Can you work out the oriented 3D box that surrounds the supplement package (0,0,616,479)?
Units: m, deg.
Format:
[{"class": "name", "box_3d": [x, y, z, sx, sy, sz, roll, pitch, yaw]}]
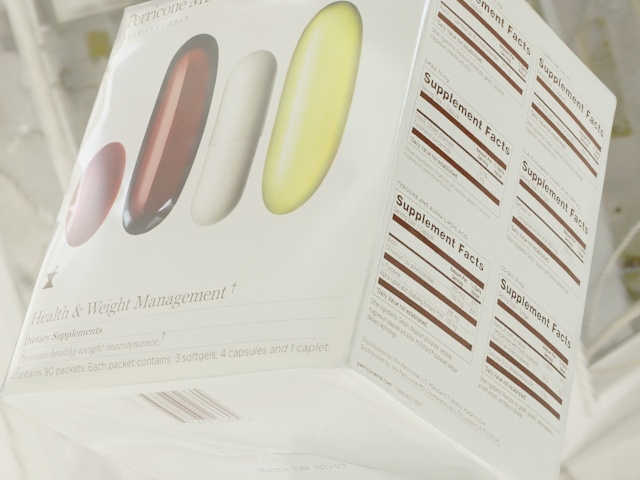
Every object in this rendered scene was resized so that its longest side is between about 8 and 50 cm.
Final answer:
[{"class": "supplement package", "box_3d": [0.000, 0.000, 0.702, 0.194, 0.149, 0.203, -9, 56, 38]}]
